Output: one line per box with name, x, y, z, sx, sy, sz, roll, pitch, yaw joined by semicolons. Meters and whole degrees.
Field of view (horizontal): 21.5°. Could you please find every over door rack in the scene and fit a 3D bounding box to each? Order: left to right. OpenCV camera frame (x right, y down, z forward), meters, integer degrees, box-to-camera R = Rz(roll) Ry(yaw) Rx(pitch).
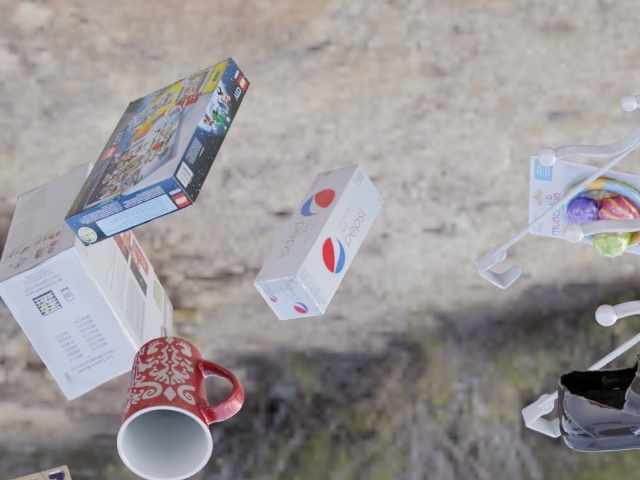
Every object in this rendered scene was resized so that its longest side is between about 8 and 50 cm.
over door rack;0.280;0.027;1.813;0.108;0.239;0.324;13;135;-30

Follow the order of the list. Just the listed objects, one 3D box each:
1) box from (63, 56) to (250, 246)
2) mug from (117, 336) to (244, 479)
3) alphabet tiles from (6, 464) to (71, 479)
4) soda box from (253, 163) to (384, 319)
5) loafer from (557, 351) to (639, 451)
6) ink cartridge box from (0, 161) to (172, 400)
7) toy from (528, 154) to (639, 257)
box;-0.182;-0.102;1.909;0.159;0.233;0.044;-20;121;31
mug;-0.172;0.203;2.080;0.150;0.169;0.113;2;119;-5
alphabet tiles;-0.284;0.352;1.877;0.009;0.198;0.237;-28;168;39
soda box;0.000;0.000;2.134;0.074;0.216;0.069;-11;126;38
loafer;0.308;0.142;1.520;0.220;0.080;0.078;-13;123;29
ink cartridge box;-0.326;0.079;2.391;0.130;0.309;0.272;-25;113;8
toy;0.364;-0.020;2.031;0.237;0.056;0.137;9;137;14
